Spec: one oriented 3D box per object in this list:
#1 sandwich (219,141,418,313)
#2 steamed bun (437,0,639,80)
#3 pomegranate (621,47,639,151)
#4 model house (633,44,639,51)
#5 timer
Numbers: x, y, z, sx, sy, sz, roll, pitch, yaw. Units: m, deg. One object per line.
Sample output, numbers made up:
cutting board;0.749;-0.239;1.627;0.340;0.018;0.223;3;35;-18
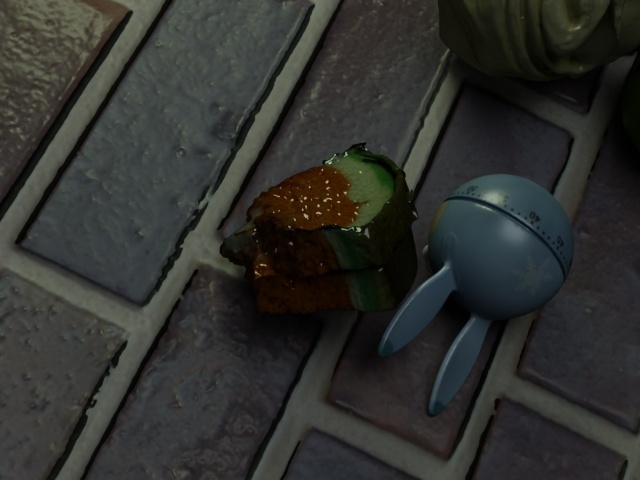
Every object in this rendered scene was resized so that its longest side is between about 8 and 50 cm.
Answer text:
sandwich;0.011;-0.001;1.486;0.212;0.292;0.109;-23;108;-11
steamed bun;0.298;-0.303;1.648;0.289;0.276;0.203;-25;53;-12
pomegranate;0.480;-0.204;1.719;0.235;0.236;0.302;16;48;-7
model house;0.399;-0.283;1.813;0.078;0.066;0.083;20;62;-1
timer;0.159;0.039;1.554;0.255;0.175;0.175;-41;78;1
